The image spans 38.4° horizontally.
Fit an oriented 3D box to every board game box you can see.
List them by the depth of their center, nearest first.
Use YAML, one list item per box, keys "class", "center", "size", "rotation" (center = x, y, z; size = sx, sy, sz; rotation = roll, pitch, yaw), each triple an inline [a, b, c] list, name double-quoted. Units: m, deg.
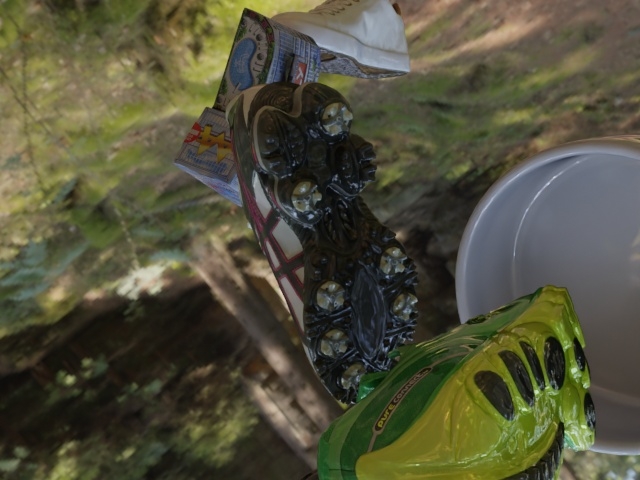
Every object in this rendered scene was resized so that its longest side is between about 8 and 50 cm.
- class: "board game box"
  center: [-0.060, -0.110, 0.865]
  size: [0.194, 0.060, 0.194]
  rotation: [-18, 128, -73]

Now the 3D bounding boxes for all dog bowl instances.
- class: "dog bowl"
  center: [0.256, 0.041, 0.791]
  size: [0.265, 0.265, 0.104]
  rotation: [-38, 167, 37]

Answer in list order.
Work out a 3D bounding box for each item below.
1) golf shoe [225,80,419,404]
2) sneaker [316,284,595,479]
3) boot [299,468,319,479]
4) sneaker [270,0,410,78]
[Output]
- class: "golf shoe"
  center: [0.000, 0.000, 0.737]
  size: [0.105, 0.273, 0.120]
  rotation: [-25, -155, -24]
- class: "sneaker"
  center: [0.087, 0.088, 0.535]
  size: [0.123, 0.109, 0.295]
  rotation: [-9, 176, 25]
- class: "boot"
  center: [0.017, 0.223, 0.703]
  size: [0.246, 0.083, 0.161]
  rotation: [-9, -173, -28]
- class: "sneaker"
  center: [0.018, -0.278, 1.163]
  size: [0.106, 0.123, 0.290]
  rotation: [-1, -177, 31]
